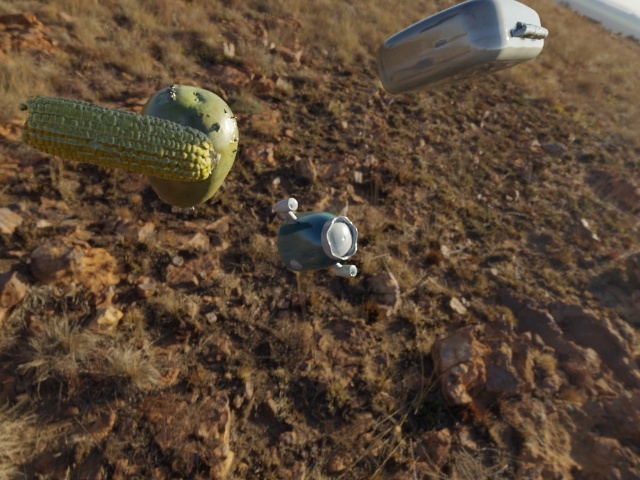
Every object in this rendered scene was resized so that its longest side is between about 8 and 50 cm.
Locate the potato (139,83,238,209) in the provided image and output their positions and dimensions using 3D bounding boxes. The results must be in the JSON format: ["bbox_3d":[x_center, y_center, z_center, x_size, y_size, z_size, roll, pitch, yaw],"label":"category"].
[{"bbox_3d":[-0.375,-0.244,1.145,0.269,0.359,0.219,34,45,-5],"label":"potato"}]

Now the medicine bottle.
[{"bbox_3d":[0.294,-0.394,0.870,0.375,0.282,0.123,-30,106,-47],"label":"medicine bottle"}]

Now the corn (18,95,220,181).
[{"bbox_3d":[-0.246,-0.126,0.541,0.238,0.080,0.080,6,42,-28],"label":"corn"}]

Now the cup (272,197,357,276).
[{"bbox_3d":[0.000,0.000,1.099,0.300,0.173,0.168,47,58,-30],"label":"cup"}]
